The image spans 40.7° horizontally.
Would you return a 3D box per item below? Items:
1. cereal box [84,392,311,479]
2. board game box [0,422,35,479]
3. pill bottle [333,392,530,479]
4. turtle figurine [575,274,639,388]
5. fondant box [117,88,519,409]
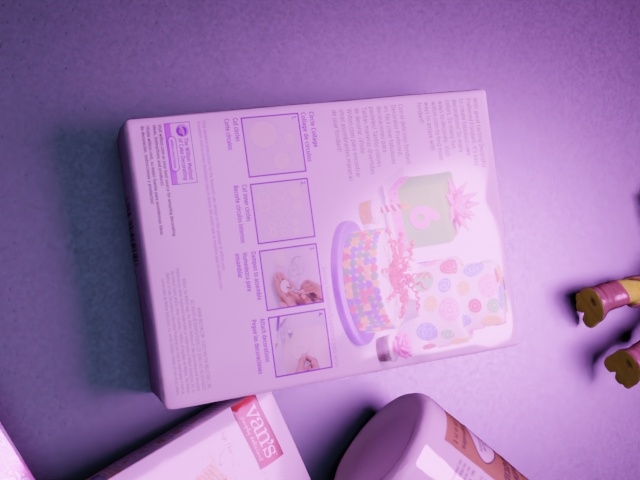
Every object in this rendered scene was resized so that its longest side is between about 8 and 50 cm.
[{"bbox_3d":[-0.110,0.250,0.719,0.240,0.047,0.173,-27,96,-33],"label":"cereal box"},{"bbox_3d":[-0.386,0.198,0.613,0.318,0.066,0.318,-34,98,-36],"label":"board game box"},{"bbox_3d":[0.134,0.256,0.788,0.229,0.131,0.131,41,77,-12],"label":"pill bottle"},{"bbox_3d":[0.389,0.068,0.898,0.217,0.087,0.270,-25,95,-17],"label":"turtle figurine"},{"bbox_3d":[0.000,0.000,0.778,0.330,0.096,0.239,-8,90,-16],"label":"fondant box"}]
